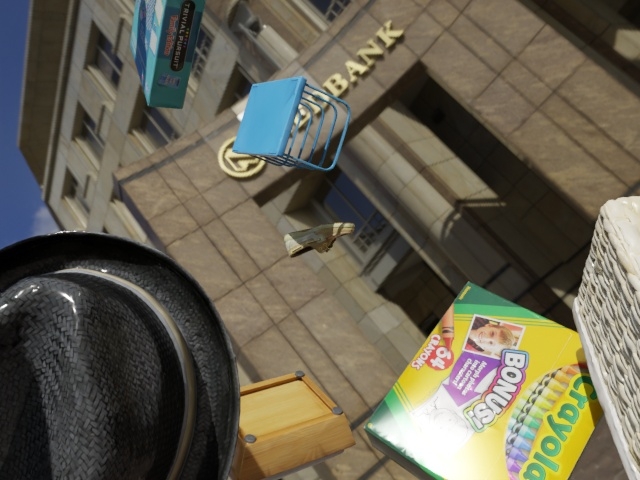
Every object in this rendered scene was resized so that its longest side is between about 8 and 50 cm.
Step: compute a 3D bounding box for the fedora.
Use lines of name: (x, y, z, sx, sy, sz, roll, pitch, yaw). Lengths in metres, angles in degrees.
fedora: (-0.216, 0.145, 0.440, 0.334, 0.334, 0.152, -37, -4, -12)

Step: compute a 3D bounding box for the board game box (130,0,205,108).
board game box: (-0.318, -0.488, 1.182, 0.079, 0.253, 0.336, -1, -44, -30)

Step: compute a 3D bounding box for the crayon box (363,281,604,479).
crayon box: (0.312, 0.291, 1.014, 0.363, 0.313, 0.106, -49, -36, -22)

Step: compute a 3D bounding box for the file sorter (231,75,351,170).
file sorter: (-0.047, -0.178, 0.899, 0.104, 0.170, 0.118, 17, -89, -32)

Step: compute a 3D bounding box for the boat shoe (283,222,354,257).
boat shoe: (0.000, 0.000, 0.955, 0.135, 0.045, 0.050, -14, -10, 34)

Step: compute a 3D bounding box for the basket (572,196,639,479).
basket: (0.541, 0.122, 0.724, 0.328, 0.331, 0.266, -6, -47, 8)

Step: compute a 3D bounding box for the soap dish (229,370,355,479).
soap dish: (-0.100, 0.408, 1.266, 0.291, 0.229, 0.118, -7, -66, -32)
